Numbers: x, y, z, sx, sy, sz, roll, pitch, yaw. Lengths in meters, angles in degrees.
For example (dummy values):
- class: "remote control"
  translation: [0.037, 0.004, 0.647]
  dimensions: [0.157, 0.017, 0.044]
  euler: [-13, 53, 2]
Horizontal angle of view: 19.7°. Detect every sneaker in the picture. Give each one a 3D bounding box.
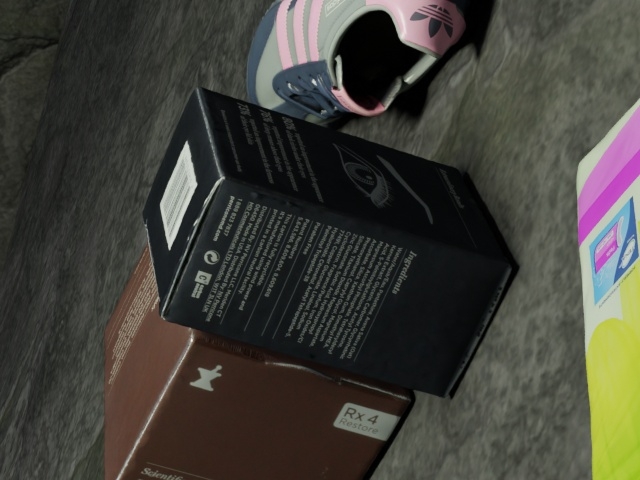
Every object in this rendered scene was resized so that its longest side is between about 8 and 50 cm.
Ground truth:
- class: "sneaker"
  translation: [0.017, -0.142, 1.445]
  dimensions: [0.319, 0.112, 0.131]
  euler: [136, 150, -57]

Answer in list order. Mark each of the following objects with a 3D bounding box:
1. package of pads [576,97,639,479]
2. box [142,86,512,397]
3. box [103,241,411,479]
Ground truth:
- class: "package of pads"
  translation: [0.217, -0.010, 0.766]
  dimensions: [0.296, 0.101, 0.229]
  euler: [127, 154, -46]
- class: "box"
  translation: [0.000, 0.000, 1.213]
  dimensions: [0.153, 0.207, 0.108]
  euler: [-108, 40, -62]
- class: "box"
  translation: [-0.054, 0.090, 1.347]
  dimensions: [0.167, 0.168, 0.203]
  euler: [-60, 21, 30]
